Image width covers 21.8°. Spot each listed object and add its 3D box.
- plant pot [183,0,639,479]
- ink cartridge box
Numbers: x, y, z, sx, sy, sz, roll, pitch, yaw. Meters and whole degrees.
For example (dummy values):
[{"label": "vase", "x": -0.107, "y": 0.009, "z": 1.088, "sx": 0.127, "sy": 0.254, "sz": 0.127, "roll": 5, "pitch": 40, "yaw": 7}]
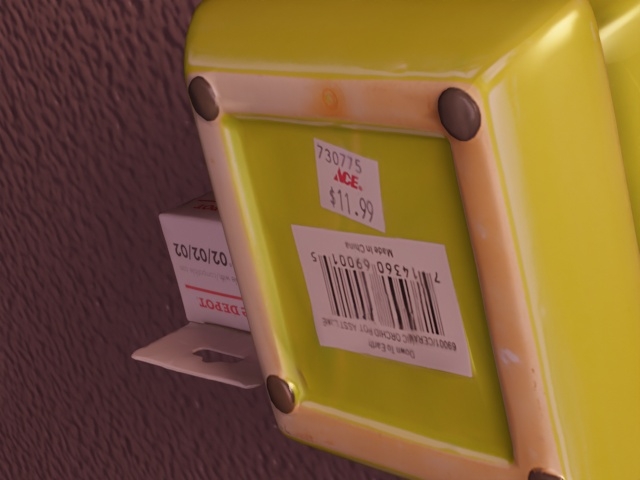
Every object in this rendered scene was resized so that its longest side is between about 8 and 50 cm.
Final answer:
[{"label": "plant pot", "x": 0.089, "y": -0.020, "z": 0.638, "sx": 0.228, "sy": 0.207, "sz": 0.227, "roll": 10, "pitch": 120, "yaw": 49}, {"label": "ink cartridge box", "x": 0.000, "y": 0.000, "z": 0.788, "sx": 0.104, "sy": 0.181, "sz": 0.061, "roll": 8, "pitch": 118, "yaw": 50}]
